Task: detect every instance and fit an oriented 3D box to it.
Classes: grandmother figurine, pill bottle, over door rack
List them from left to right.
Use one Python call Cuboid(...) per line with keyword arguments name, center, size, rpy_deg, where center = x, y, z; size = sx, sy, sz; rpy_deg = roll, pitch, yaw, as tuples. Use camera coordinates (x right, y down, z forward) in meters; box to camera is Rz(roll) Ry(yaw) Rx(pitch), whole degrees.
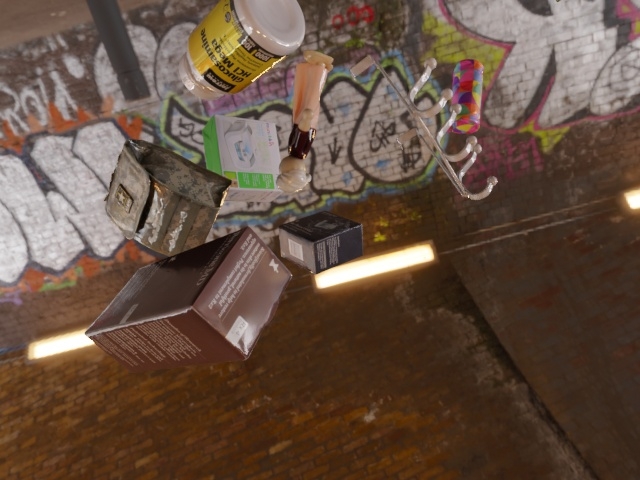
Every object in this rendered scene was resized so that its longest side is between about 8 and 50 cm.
Cuboid(name="pill bottle", center=(-0.210, -0.480, 1.130), size=(0.334, 0.187, 0.188), rpy_deg=(-17, -167, 45))
Cuboid(name="grandmother figurine", center=(-0.046, -0.290, 1.173), size=(0.104, 0.342, 0.208), rpy_deg=(15, -175, 8))
Cuboid(name="over door rack", center=(0.209, -0.244, 0.905), size=(0.108, 0.239, 0.324), rpy_deg=(-40, -143, 6))

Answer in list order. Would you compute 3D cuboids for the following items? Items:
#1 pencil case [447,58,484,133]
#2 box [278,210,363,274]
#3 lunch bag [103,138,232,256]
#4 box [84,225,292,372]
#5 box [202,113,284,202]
Cuboid(name="pencil case", center=(0.469, -0.462, 1.478), size=(0.105, 0.236, 0.104), rpy_deg=(10, 166, 2))
Cuboid(name="box", center=(0.000, 0.000, 1.174), size=(0.158, 0.093, 0.156), rpy_deg=(-20, -152, -33))
Cuboid(name="lunch bag", center=(-0.413, -0.102, 1.194), size=(0.235, 0.287, 0.168), rpy_deg=(-55, -164, 35))
Cuboid(name="box", center=(-0.256, 0.124, 0.856), size=(0.382, 0.143, 0.191), rpy_deg=(-17, -148, 37))
Cuboid(name="box", center=(-0.263, -0.271, 1.561), size=(0.231, 0.261, 0.127), rpy_deg=(-1, 166, -34))
